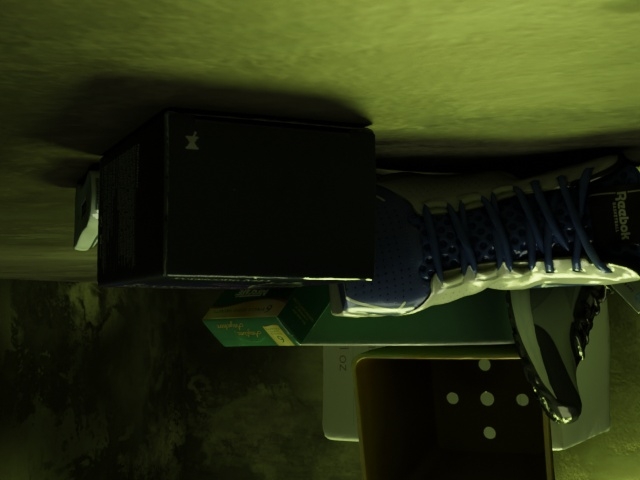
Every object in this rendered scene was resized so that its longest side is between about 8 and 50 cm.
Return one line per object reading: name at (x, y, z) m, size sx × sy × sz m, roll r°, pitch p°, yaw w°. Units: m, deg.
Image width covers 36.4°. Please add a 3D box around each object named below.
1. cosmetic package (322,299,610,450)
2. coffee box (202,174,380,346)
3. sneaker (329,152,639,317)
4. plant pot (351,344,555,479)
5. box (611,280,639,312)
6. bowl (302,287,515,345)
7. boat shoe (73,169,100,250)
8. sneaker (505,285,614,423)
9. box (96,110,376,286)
cosmetic package at (0.247, 0.160, 1.612) m, size 0.394 × 0.329 × 0.327 m, roll -4°, pitch 174°, yaw 29°
coffee box at (-0.017, 0.018, 0.890) m, size 0.113 × 0.184 × 0.040 m, roll -6°, pitch 130°, yaw 49°
sneaker at (0.169, -0.016, 0.814) m, size 0.316 × 0.127 × 0.182 m, roll -6°, pitch 174°, yaw -24°
plant pot at (0.174, 0.211, 1.133) m, size 0.212 × 0.212 × 0.187 m, roll -3°, pitch -172°, yaw 22°
box at (0.423, 0.037, 1.346) m, size 0.038 × 0.145 × 0.186 m, roll -48°, pitch 155°, yaw 20°
bowl at (0.086, 0.039, 1.119) m, size 0.312 × 0.163 × 0.311 m, roll 0°, pitch 176°, yaw 0°
boat shoe at (-0.184, -0.025, 0.911) m, size 0.083 × 0.065 × 0.183 m, roll 3°, pitch 174°, yaw -20°
sneaker at (0.243, 0.055, 0.971) m, size 0.108 × 0.271 × 0.100 m, roll -8°, pitch 139°, yaw 17°
box at (-0.071, -0.020, 0.721) m, size 0.153 × 0.108 × 0.207 m, roll 2°, pitch 175°, yaw -23°
